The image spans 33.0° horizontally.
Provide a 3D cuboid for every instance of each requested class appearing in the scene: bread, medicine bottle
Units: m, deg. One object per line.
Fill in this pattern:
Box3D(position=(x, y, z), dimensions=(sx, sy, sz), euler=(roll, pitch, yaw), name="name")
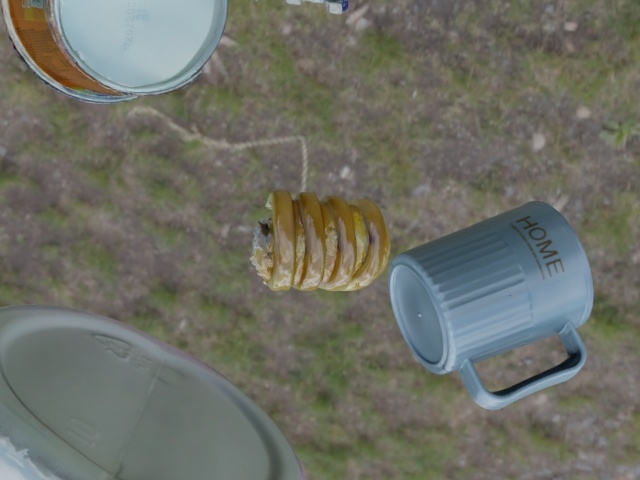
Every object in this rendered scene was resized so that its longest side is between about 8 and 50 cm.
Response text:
Box3D(position=(0.000, 0.000, 1.284), dimensions=(0.177, 0.119, 0.084), euler=(1, 170, -14), name="bread")
Box3D(position=(-0.168, 0.201, 0.707), dimensions=(0.252, 0.252, 0.241), euler=(28, 103, -11), name="medicine bottle")

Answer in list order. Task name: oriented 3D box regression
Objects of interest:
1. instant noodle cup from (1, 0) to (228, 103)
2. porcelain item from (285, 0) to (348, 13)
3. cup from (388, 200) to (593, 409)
Box3D(position=(-0.256, -0.308, 1.397), dimensions=(0.296, 0.296, 0.214), euler=(42, 176, -26), name="instant noodle cup")
Box3D(position=(-0.022, -0.330, 1.386), dimensions=(0.136, 0.075, 0.021), euler=(13, 144, 14), name="porcelain item")
Box3D(position=(0.323, 0.126, 2.059), dimensions=(0.257, 0.311, 0.331), euler=(5, 112, 70), name="cup")
